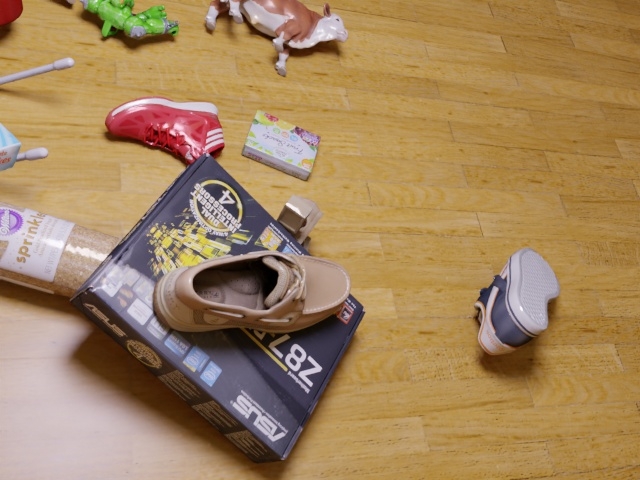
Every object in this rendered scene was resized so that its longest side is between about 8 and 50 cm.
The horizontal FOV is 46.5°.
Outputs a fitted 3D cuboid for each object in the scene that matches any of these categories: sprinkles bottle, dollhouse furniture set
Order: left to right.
[{"bbox_3d":[-0.482,0.002,1.148,0.355,0.121,0.121,18,55,-13],"label":"sprinkles bottle"},{"bbox_3d":[0.000,0.000,1.318,0.161,0.182,0.101,36,53,1],"label":"dollhouse furniture set"}]

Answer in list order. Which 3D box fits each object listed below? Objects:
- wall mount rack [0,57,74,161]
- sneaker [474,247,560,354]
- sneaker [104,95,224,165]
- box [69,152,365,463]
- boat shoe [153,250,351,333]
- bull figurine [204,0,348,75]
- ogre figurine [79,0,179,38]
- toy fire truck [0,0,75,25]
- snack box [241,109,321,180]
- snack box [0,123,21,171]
[{"bbox_3d":[-0.590,-0.226,1.236,0.304,0.130,0.350,13,57,-16],"label":"wall mount rack"},{"bbox_3d":[0.378,0.115,1.460,0.126,0.127,0.321,49,29,3],"label":"sneaker"},{"bbox_3d":[-0.277,-0.193,1.380,0.221,0.087,0.128,-10,64,-27],"label":"sneaker"},{"bbox_3d":[-0.141,0.104,1.180,0.395,0.097,0.318,46,52,-16],"label":"box"},{"bbox_3d":[-0.072,0.075,1.109,0.341,0.110,0.122,-5,76,-40],"label":"boat shoe"},{"bbox_3d":[-0.096,-0.480,1.625,0.310,0.101,0.188,28,55,-5],"label":"bull figurine"},{"bbox_3d":[-0.391,-0.459,1.494,0.197,0.097,0.118,47,34,-10],"label":"ogre figurine"},{"bbox_3d":[-0.586,-0.478,1.386,0.246,0.158,0.217,-13,54,-20],"label":"toy fire truck"},{"bbox_3d":[-0.078,-0.191,1.493,0.141,0.037,0.100,21,56,-10],"label":"snack box"},{"bbox_3d":[-0.617,-0.200,1.070,0.322,0.060,0.187,42,36,8],"label":"snack box"}]
